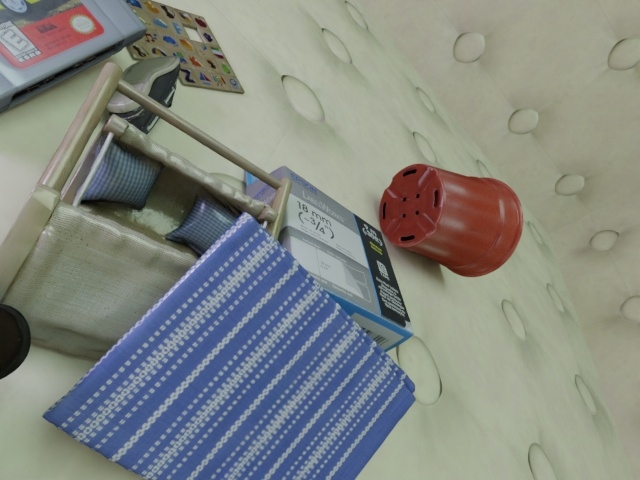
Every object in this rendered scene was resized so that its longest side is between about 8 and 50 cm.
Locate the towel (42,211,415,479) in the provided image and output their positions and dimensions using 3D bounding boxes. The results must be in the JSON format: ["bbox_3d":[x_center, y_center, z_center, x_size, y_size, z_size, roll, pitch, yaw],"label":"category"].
[{"bbox_3d":[-0.050,0.167,0.434,0.243,0.040,0.336,-48,118,-14],"label":"towel"}]

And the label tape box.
[{"bbox_3d":[0.000,0.000,0.673,0.240,0.106,0.334,30,33,-33],"label":"label tape box"}]

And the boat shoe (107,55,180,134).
[{"bbox_3d":[-0.266,-0.229,0.639,0.206,0.075,0.065,-85,172,-47],"label":"boat shoe"}]

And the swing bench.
[{"bbox_3d":[-0.177,0.002,0.453,0.253,0.165,0.255,29,43,-34],"label":"swing bench"}]

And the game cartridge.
[{"bbox_3d":[-0.374,-0.284,0.487,0.196,0.060,0.294,47,46,-20],"label":"game cartridge"}]

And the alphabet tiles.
[{"bbox_3d":[-0.271,-0.373,0.779,0.237,0.009,0.198,-19,78,-54],"label":"alphabet tiles"}]

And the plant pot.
[{"bbox_3d":[0.307,-0.060,1.026,0.264,0.272,0.273,13,53,-35],"label":"plant pot"}]

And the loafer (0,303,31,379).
[{"bbox_3d":[-0.313,0.082,0.247,0.219,0.078,0.080,-19,78,-28],"label":"loafer"}]
